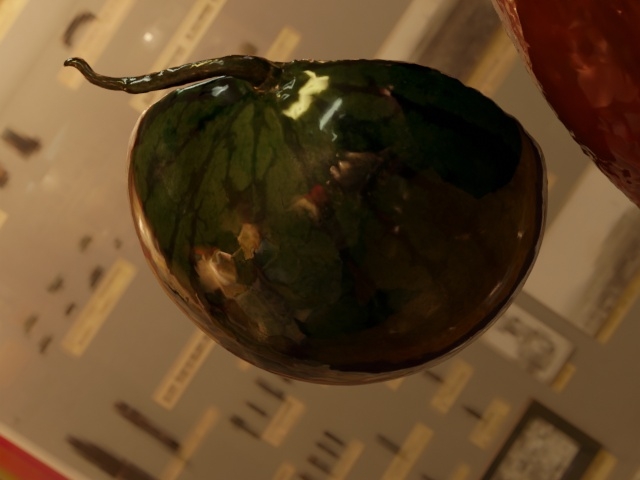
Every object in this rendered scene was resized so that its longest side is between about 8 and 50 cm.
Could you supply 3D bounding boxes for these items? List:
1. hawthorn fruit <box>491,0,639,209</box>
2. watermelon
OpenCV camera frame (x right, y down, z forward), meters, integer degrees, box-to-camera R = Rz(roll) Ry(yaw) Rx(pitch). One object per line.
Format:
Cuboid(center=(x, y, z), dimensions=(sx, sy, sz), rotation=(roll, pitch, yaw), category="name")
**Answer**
Cuboid(center=(0.181, -0.161, 0.583), dimensions=(0.287, 0.330, 0.287), rotation=(-42, 2, 2), category="hawthorn fruit")
Cuboid(center=(0.004, 0.003, 0.700), dimensions=(0.232, 0.204, 0.127), rotation=(62, -149, -68), category="watermelon")
